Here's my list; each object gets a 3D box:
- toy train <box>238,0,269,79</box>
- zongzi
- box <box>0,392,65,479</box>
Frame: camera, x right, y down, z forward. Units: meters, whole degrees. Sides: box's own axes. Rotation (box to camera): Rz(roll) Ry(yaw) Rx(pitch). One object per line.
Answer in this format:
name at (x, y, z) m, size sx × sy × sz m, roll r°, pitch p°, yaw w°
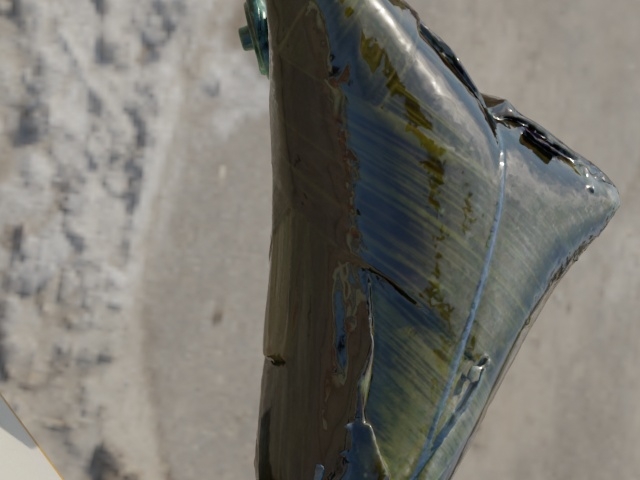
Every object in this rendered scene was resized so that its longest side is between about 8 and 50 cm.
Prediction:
toy train at (0.029, -0.150, 1.812) m, size 0.442 × 0.179 × 0.272 m, roll 20°, pitch 56°, yaw -87°
zongzi at (0.000, 0.000, 1.269) m, size 0.432 × 0.208 × 0.403 m, roll 44°, pitch 67°, yaw -35°
box at (-0.394, 0.289, 1.579) m, size 0.260 × 0.283 × 0.214 m, roll 21°, pitch 109°, yaw -50°
